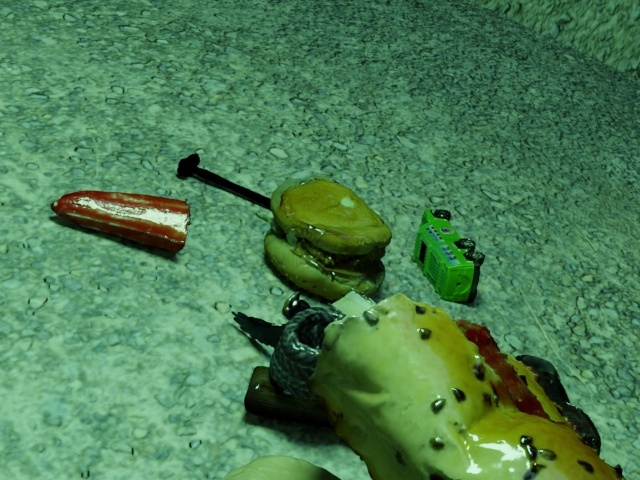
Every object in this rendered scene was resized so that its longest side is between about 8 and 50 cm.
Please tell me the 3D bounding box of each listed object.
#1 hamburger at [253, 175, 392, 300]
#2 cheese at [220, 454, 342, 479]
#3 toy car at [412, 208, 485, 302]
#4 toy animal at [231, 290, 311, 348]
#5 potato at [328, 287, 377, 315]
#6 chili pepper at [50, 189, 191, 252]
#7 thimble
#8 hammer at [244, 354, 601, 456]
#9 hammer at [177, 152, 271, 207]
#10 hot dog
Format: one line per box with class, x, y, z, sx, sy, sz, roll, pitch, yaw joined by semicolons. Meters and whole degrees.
hamburger;0.000;0.000;1.961;0.186;0.113;0.177;14;30;0
cheese;-0.020;0.279;1.339;0.235;0.117;0.218;14;23;-27
toy car;0.170;0.019;2.109;0.063;0.071;0.165;-3;32;-20
toy animal;-0.009;0.104;1.720;0.220;0.062;0.108;2;-26;38
potato;0.058;0.120;1.787;0.122;0.086;0.061;37;40;26
chili pepper;-0.247;-0.029;1.860;0.169;0.064;0.088;10;11;-16
thimble;-0.003;0.119;1.610;0.104;0.066;0.095;-5;34;-34
hammer;0.109;0.202;1.676;0.409;0.095;0.242;11;26;-13
hammer;-0.114;-0.074;2.110;0.178;0.021;0.065;23;23;-1
hot dog;0.183;0.245;1.357;0.365;0.196;0.367;58;8;26
